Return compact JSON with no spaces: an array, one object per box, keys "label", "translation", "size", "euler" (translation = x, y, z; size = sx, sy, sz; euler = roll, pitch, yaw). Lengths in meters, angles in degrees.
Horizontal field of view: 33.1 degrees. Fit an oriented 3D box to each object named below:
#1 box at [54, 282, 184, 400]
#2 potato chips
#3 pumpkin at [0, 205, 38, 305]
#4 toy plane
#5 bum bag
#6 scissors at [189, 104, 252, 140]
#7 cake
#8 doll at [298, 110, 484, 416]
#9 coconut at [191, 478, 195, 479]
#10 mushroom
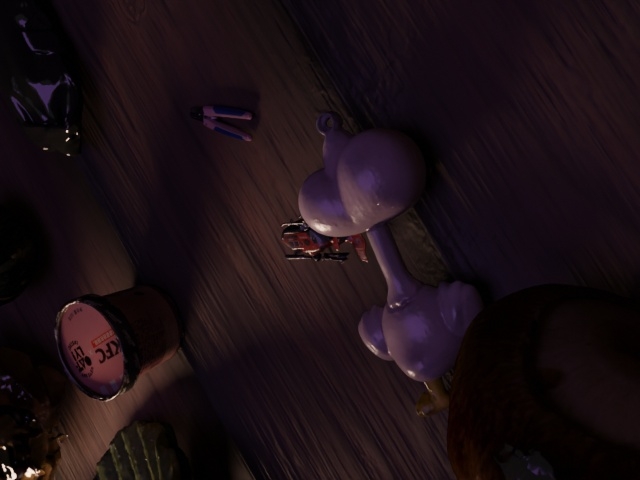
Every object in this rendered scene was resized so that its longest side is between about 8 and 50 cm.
[{"label":"box","translation":[-0.284,0.135,1.550],"size":[0.151,0.135,0.151],"euler":[15,115,34]},{"label":"potato chips","translation":[-0.256,0.443,1.566],"size":[0.358,0.070,0.429],"euler":[-64,35,32]},{"label":"pumpkin","translation":[-0.545,0.023,1.735],"size":[0.190,0.146,0.190],"euler":[5,118,10]},{"label":"toy plane","translation":[0.000,0.000,1.314],"size":[0.145,0.037,0.060],"euler":[0,109,43]},{"label":"bum bag","translation":[-0.426,-0.263,1.580],"size":[0.142,0.079,0.326],"euler":[-32,79,36]},{"label":"scissors","translation":[-0.129,-0.156,1.391],"size":[0.113,0.012,0.039],"euler":[16,115,37]},{"label":"cake","translation":[-0.575,0.325,1.758],"size":[0.321,0.332,0.332],"euler":[-36,80,37]},{"label":"doll","translation":[0.081,0.023,1.205],"size":[0.160,0.094,0.365],"euler":[-23,91,35]},{"label":"coconut","translation":[-0.190,0.418,1.618],"size":[0.133,0.055,0.158],"euler":[-7,98,44]},{"label":"mushroom","translation":[0.281,0.140,0.947],"size":[0.345,0.345,0.260],"euler":[36,121,27]}]
